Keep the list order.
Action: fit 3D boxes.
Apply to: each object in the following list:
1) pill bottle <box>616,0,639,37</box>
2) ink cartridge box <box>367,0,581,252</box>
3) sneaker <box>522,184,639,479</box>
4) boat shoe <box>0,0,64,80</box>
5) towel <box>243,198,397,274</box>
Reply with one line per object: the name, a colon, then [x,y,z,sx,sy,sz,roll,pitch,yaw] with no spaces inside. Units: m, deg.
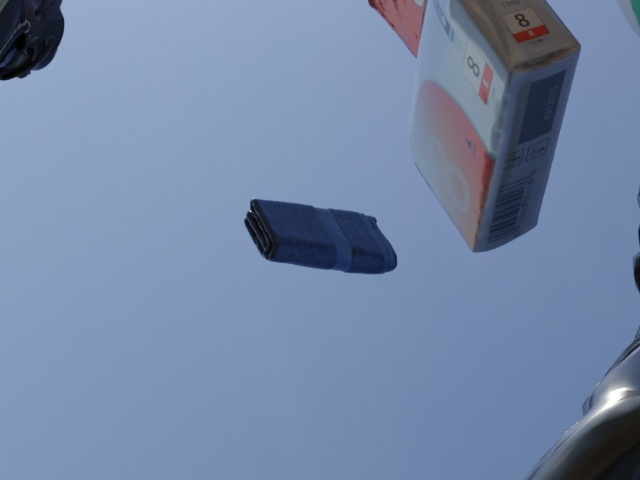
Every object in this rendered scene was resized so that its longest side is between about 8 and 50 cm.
pill bottle: [0.337,-0.132,0.739,0.361,0.204,0.204,31,-69,37]
ink cartridge box: [0.056,-0.104,0.770,0.179,0.045,0.145,55,-20,29]
sneaker: [0.123,0.043,0.481,0.227,0.087,0.130,-45,-164,-11]
boat shoe: [-0.212,-0.150,1.069,0.080,0.073,0.223,-33,-153,30]
towel: [0.000,0.000,1.225,0.029,0.119,0.067,-62,-143,29]
